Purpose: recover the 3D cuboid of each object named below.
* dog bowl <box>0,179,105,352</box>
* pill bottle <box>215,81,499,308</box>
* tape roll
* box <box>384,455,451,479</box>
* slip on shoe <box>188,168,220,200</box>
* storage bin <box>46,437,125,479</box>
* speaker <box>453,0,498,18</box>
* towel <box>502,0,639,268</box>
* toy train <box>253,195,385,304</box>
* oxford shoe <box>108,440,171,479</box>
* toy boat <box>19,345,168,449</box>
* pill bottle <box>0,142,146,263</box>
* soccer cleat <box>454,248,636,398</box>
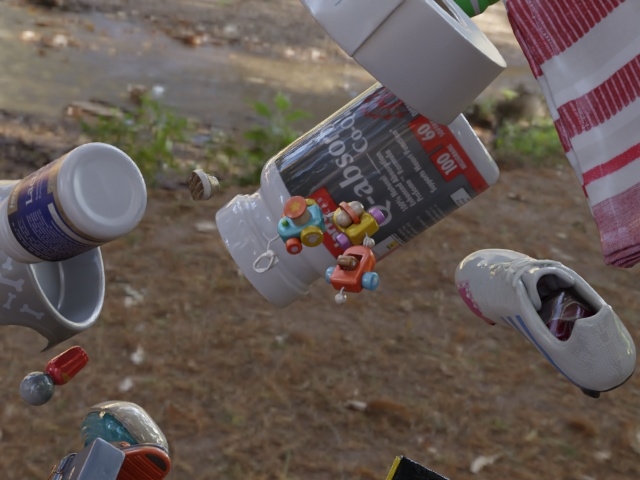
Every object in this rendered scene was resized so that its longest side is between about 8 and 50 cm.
[{"bbox_3d":[-0.536,0.037,2.021,0.102,0.349,0.349,-16,21,13],"label":"dog bowl"},{"bbox_3d":[0.048,-0.072,1.458,0.210,0.362,0.210,53,10,-14],"label":"pill bottle"},{"bbox_3d":[0.084,-0.267,1.215,0.286,0.100,0.286,40,19,-17],"label":"tape roll"},{"bbox_3d":[0.199,0.492,1.477,0.321,0.079,0.257,26,52,7],"label":"box"},{"bbox_3d":[-0.180,-0.087,1.645,0.041,0.052,0.135,-13,-2,-13],"label":"slip on shoe"},{"bbox_3d":[-0.360,0.367,1.587,0.098,0.091,0.135,36,32,-14],"label":"storage bin"},{"bbox_3d":[0.338,-0.497,1.762,0.296,0.131,0.131,-32,28,5],"label":"speaker"},{"bbox_3d":[0.280,-0.168,0.902,0.037,0.237,0.329,-2,64,-34],"label":"towel"},{"bbox_3d":[0.000,0.000,1.122,0.166,0.046,0.125,11,55,37],"label":"toy train"},{"bbox_3d":[-0.340,0.373,1.761,0.271,0.097,0.098,-23,28,38],"label":"oxford shoe"},{"bbox_3d":[-0.451,0.367,2.068,0.148,0.267,0.318,-40,91,-31],"label":"toy boat"},{"bbox_3d":[-0.409,-0.049,1.665,0.264,0.153,0.153,-19,-1,45],"label":"pill bottle"},{"bbox_3d":[0.272,0.063,1.310,0.116,0.143,0.331,-34,35,-11],"label":"soccer cleat"}]
